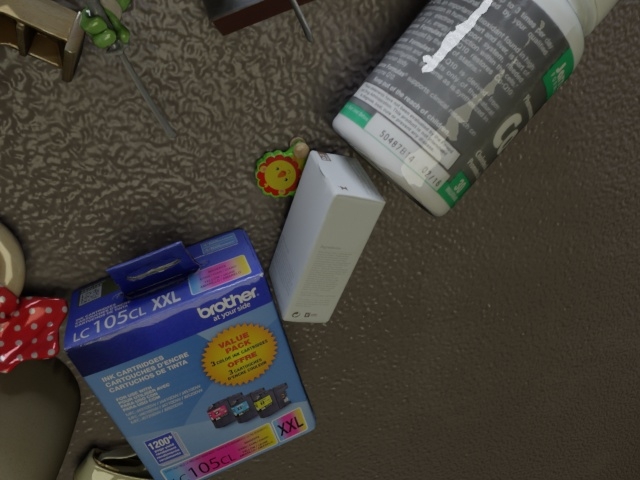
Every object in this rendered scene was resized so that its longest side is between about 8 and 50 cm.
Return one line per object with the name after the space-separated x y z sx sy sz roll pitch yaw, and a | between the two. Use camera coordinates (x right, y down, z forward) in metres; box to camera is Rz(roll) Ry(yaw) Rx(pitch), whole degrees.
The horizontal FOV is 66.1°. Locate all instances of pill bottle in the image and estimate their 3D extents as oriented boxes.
0.201 -0.227 0.651 0.204 0.204 0.361 34 101 -33 | pill bottle

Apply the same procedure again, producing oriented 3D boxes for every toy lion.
-0.043 -0.097 0.729 0.096 0.034 0.100 -40 125 10 | toy lion

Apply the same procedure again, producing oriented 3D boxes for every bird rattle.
-0.446 0.062 0.598 0.253 0.143 0.207 6 98 -28 | bird rattle

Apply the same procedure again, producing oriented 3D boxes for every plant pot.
-0.458 0.315 0.635 0.256 0.274 0.257 -10 121 -18 | plant pot

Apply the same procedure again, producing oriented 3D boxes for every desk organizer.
-0.074 -0.298 0.593 0.130 0.050 0.047 -19 90 6 | desk organizer

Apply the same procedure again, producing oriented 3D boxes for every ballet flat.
-0.301 0.412 0.874 0.248 0.086 0.086 20 108 -29 | ballet flat

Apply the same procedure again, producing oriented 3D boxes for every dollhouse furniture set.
-0.353 -0.132 0.479 0.160 0.212 0.242 19 81 -28 | dollhouse furniture set

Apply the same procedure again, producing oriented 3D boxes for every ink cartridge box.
-0.187 0.164 0.742 0.269 0.151 0.396 -22 121 -10 | ink cartridge box

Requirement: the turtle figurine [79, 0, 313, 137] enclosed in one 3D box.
-0.146 -0.256 0.433 0.266 0.197 0.275 -4 93 -65 | turtle figurine

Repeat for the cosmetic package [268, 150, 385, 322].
0.000 0.000 0.722 0.085 0.117 0.231 6 127 -26 | cosmetic package
